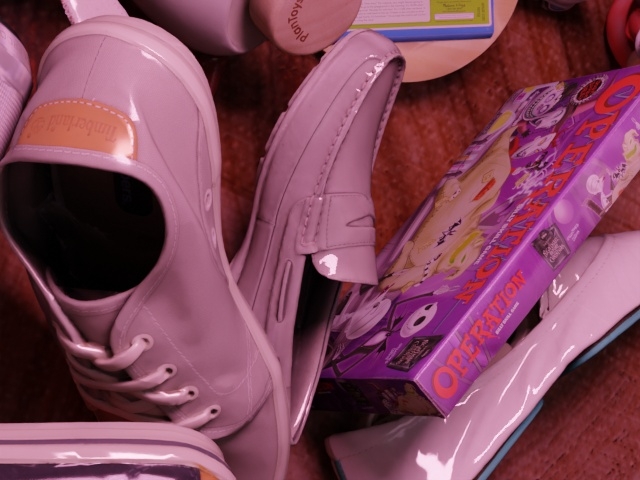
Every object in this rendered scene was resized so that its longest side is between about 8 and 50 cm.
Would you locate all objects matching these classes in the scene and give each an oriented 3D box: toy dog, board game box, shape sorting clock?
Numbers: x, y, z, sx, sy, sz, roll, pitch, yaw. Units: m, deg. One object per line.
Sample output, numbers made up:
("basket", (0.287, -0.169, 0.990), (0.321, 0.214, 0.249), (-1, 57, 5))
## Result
("toy dog", (-0.141, -0.177, 1.368), (0.334, 0.220, 0.161), (12, 116, -25))
("board game box", (0.130, -0.002, 1.510), (0.347, 0.208, 0.056), (-49, 115, -24))
("shape sorting clock", (0.066, -0.231, 1.548), (0.206, 0.040, 0.206), (-1, 96, -13))

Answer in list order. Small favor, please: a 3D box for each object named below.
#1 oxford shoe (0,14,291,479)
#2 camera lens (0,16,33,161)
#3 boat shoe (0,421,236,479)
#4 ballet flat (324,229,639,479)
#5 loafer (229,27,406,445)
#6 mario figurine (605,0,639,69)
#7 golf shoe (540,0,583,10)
("oxford shoe", (-0.124, 0.061, 1.303), (0.130, 0.169, 0.449), (-65, 155, -45))
("camera lens", (-0.322, -0.045, 1.210), (0.219, 0.219, 0.274), (27, 76, -30))
("boat shoe", (-0.292, 0.214, 1.174), (0.500, 0.187, 0.156), (-1, 55, -11))
("ballet flat", (0.156, 0.084, 1.586), (0.400, 0.139, 0.139), (-42, 111, -25))
("loafer", (0.000, 0.000, 1.432), (0.112, 0.111, 0.319), (-1, 114, -65))
("mario figurine", (0.340, -0.205, 1.598), (0.198, 0.320, 0.170), (-19, 68, 0))
("golf shoe", (0.169, -0.244, 1.609), (0.176, 0.086, 0.069), (11, 86, -31))
